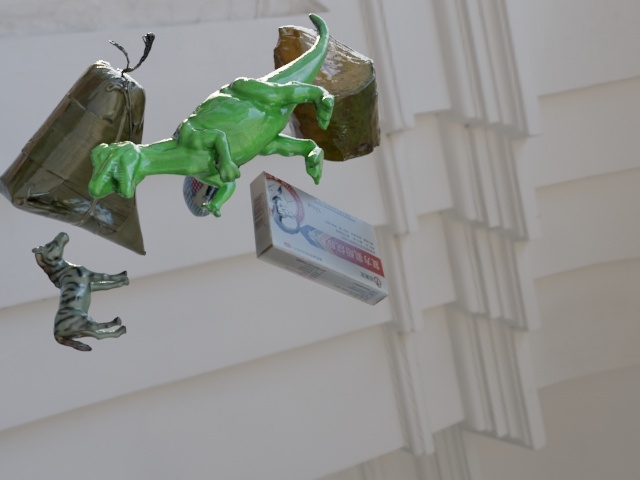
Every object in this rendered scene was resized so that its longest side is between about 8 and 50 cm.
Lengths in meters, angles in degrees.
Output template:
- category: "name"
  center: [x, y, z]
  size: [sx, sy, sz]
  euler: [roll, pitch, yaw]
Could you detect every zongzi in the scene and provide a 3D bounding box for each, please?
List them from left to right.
- category: "zongzi"
  center: [-0.419, -0.201, 1.523]
  size: [0.447, 0.418, 0.181]
  euler: [-52, -130, 2]

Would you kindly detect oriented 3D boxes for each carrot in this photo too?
- category: "carrot"
  center: [0.025, -0.352, 1.730]
  size: [0.241, 0.241, 0.341]
  euler: [45, -25, 48]

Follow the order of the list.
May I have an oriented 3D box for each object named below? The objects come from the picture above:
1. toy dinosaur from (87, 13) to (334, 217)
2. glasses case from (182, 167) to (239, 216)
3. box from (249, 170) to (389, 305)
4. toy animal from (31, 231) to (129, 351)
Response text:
- category: "toy dinosaur"
  center: [-0.162, -0.231, 1.180]
  size: [0.144, 0.374, 0.500]
  euler: [92, -4, -45]
- category: "glasses case"
  center: [-0.257, -0.196, 1.726]
  size: [0.327, 0.076, 0.125]
  euler: [-55, -128, 34]
- category: "box"
  center: [0.000, 0.000, 1.602]
  size: [0.069, 0.353, 0.214]
  euler: [-40, -137, 33]
- category: "toy animal"
  center: [-0.475, 0.099, 1.438]
  size: [0.090, 0.170, 0.255]
  euler: [94, -25, -59]
